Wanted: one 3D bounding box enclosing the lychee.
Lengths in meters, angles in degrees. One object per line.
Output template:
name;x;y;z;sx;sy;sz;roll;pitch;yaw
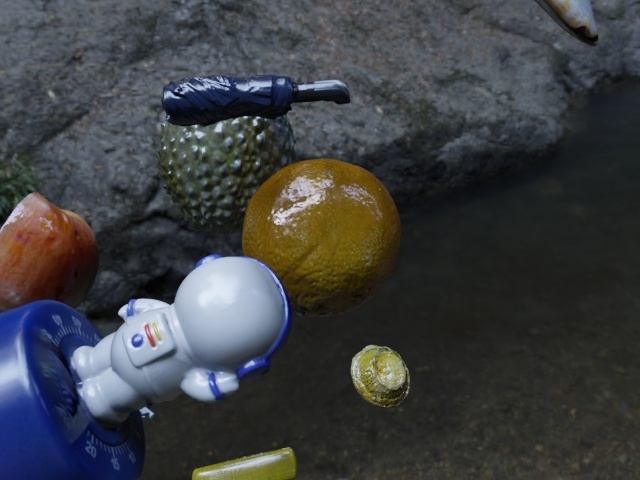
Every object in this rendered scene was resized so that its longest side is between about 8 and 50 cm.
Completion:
lychee;-0.165;-0.146;1.173;0.255;0.255;0.274;-3;64;-5

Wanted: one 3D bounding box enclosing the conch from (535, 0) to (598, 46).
conch;0.422;-0.415;1.156;0.094;0.176;0.104;-14;-5;7

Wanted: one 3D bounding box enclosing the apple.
apple;-0.548;0.049;1.360;0.163;0.251;0.293;23;-2;-6

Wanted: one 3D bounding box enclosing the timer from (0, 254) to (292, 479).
timer;-0.209;0.147;0.758;0.383;0.270;0.270;-27;29;1

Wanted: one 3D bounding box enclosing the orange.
orange;0.000;0.000;1.047;0.264;0.264;0.264;0;27;0

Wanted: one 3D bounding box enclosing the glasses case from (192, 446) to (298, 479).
glasses case;-0.164;0.514;1.445;0.234;0.079;0.064;-13;-15;1

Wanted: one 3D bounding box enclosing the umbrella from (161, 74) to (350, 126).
umbrella;-0.083;-0.194;0.873;0.248;0.071;0.071;-10;28;-8

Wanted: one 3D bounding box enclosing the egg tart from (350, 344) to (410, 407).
egg tart;0.173;0.364;1.803;0.191;0.074;0.191;15;53;-20

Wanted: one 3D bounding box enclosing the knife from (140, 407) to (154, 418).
knife;-0.421;0.240;1.178;0.278;0.053;0.123;38;14;34
